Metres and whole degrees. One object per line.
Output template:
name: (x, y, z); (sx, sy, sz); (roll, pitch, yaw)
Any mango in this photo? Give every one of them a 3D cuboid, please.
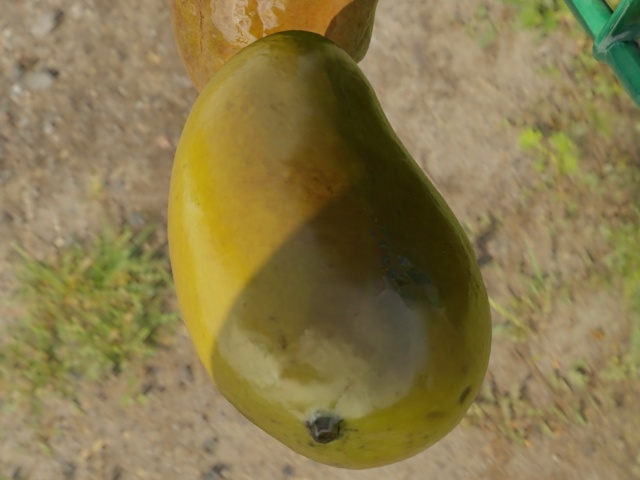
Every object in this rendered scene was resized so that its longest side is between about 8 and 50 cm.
mango: (0.000, 0.000, 0.602); (0.103, 0.076, 0.161); (1, 58, -26)

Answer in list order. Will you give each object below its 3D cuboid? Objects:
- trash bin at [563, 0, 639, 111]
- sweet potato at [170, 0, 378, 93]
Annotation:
trash bin: (0.172, -0.221, 0.578); (0.295, 0.381, 0.259); (-30, 50, 6)
sweet potato: (0.002, -0.164, 0.677); (0.097, 0.097, 0.252); (41, 127, 35)
